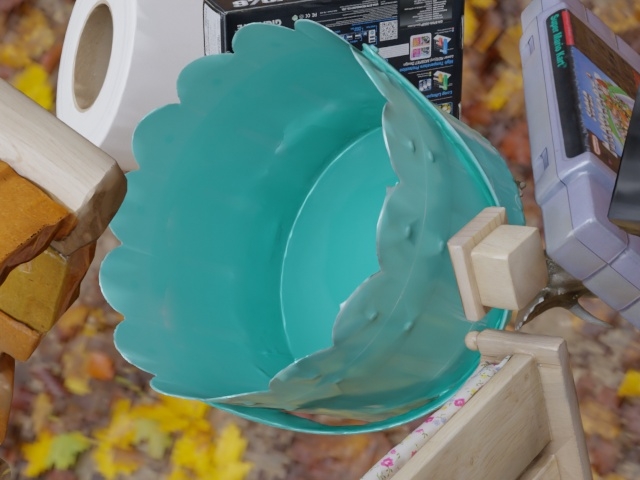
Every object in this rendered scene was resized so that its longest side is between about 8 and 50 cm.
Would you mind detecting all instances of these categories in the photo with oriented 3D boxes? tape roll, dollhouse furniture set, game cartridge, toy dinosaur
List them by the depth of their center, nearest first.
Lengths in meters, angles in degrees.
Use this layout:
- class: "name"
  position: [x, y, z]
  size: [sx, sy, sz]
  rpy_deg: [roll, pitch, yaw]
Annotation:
- class: "dollhouse furniture set"
  position: [0.001, 0.201, 0.888]
  size: [0.174, 0.303, 0.355]
  rpy_deg: [6, 121, 39]
- class: "game cartridge"
  position: [0.251, -0.046, 1.267]
  size: [0.068, 0.230, 0.355]
  rpy_deg: [-37, 26, 25]
- class: "toy dinosaur"
  position: [0.141, -0.005, 1.663]
  size: [0.313, 0.160, 0.121]
  rpy_deg: [28, 59, 39]
- class: "tape roll"
  position: [-0.186, -0.196, 1.909]
  size: [0.246, 0.169, 0.246]
  rpy_deg: [-27, 59, 57]

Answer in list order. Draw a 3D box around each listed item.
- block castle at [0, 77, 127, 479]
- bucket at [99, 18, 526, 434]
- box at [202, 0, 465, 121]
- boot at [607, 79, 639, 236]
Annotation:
- class: "block castle"
  position: [-0.309, 0.085, 0.702]
  size: [0.213, 0.453, 0.303]
  rpy_deg: [33, 125, 11]
- class: "bucket"
  position: [0.000, 0.000, 1.179]
  size: [0.281, 0.183, 0.281]
  rpy_deg: [-15, 67, 39]
- class: "box"
  position: [0.014, -0.131, 1.392]
  size: [0.051, 0.220, 0.175]
  rpy_deg: [-135, 38, -55]
- class: "boot"
  position: [0.434, 0.015, 0.926]
  size: [0.445, 0.367, 0.146]
  rpy_deg: [6, 74, 40]
